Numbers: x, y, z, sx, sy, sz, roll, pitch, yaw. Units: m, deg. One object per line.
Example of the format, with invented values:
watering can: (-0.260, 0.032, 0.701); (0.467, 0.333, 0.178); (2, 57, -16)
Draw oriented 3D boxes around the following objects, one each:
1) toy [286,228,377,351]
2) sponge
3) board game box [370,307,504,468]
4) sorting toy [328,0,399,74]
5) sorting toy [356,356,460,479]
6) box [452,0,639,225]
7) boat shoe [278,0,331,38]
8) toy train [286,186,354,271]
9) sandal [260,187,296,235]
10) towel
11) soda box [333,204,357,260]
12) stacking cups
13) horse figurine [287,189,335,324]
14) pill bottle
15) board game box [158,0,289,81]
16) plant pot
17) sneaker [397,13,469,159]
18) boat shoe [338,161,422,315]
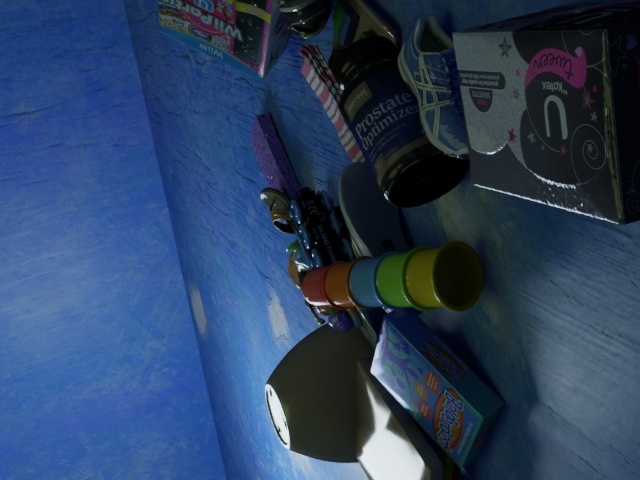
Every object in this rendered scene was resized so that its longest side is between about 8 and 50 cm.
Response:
toy: (0.013, 0.099, 1.718); (0.237, 0.056, 0.137); (56, 173, 16)
sponge: (-0.092, -0.150, 2.024); (0.117, 0.031, 0.210); (112, 138, -64)
board game box: (0.166, 0.215, 1.437); (0.210, 0.047, 0.160); (45, 149, 27)
sorting toy: (0.056, -0.270, 1.464); (0.193, 0.038, 0.208); (-124, 25, -44)
sorting toy: (0.153, 0.357, 1.613); (0.257, 0.090, 0.255); (-126, 27, -47)
box: (0.239, -0.123, 0.865); (0.247, 0.142, 0.163); (-153, 49, -66)
boat shoe: (-0.018, -0.353, 1.513); (0.227, 0.081, 0.068); (-103, -11, -74)
toy train: (0.000, 0.000, 1.622); (0.105, 0.080, 0.184); (94, 156, -62)
sandal: (-0.066, -0.038, 1.941); (0.180, 0.049, 0.072); (48, 155, 19)
towel: (0.022, -0.208, 1.538); (0.197, 0.029, 0.144); (61, 176, 5)
soda box: (0.072, 0.020, 1.634); (0.060, 0.053, 0.168); (-163, 60, -71)
stacking cups: (0.094, 0.058, 1.398); (0.316, 0.096, 0.096); (-8, 97, 56)
horse figurine: (-0.006, 0.049, 1.861); (0.174, 0.066, 0.263); (57, 151, 22)
pill bottle: (0.099, -0.161, 1.285); (0.122, 0.123, 0.219); (102, 148, -55)
board game box: (-0.161, -0.436, 1.666); (0.224, 0.097, 0.303); (27, 154, 6)
plant pot: (0.005, 0.303, 1.852); (0.284, 0.191, 0.284); (165, 90, -72)
sneaker: (0.152, -0.185, 1.179); (0.081, 0.080, 0.211); (96, 151, -56)
boat shoe: (0.085, 0.006, 1.516); (0.084, 0.095, 0.258); (135, 119, -65)
